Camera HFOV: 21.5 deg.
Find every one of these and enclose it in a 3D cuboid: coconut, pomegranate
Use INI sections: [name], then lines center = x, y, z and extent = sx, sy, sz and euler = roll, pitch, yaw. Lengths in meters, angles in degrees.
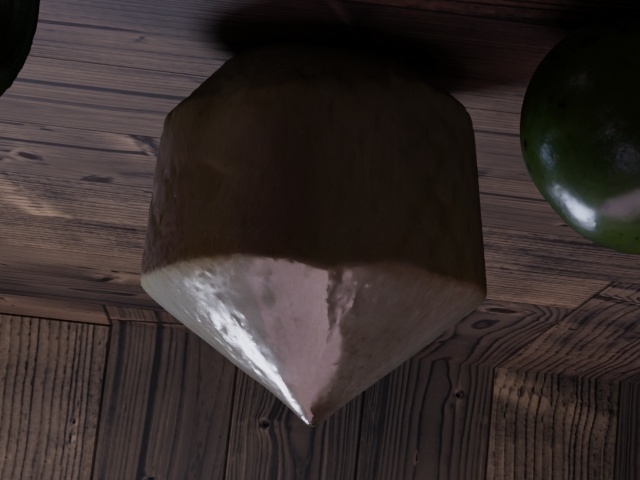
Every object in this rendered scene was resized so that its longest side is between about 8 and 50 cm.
[coconut]
center = 0.000, 0.000, 1.444
extent = 0.329, 0.328, 0.329
euler = 6, 169, 1
[pomegranate]
center = 0.262, -0.095, 1.270
extent = 0.225, 0.187, 0.187
euler = -34, 147, 30

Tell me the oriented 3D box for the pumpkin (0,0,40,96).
[pumpkin]
center = -0.166, -0.184, 0.819
extent = 0.248, 0.248, 0.248
euler = 6, 169, 1
